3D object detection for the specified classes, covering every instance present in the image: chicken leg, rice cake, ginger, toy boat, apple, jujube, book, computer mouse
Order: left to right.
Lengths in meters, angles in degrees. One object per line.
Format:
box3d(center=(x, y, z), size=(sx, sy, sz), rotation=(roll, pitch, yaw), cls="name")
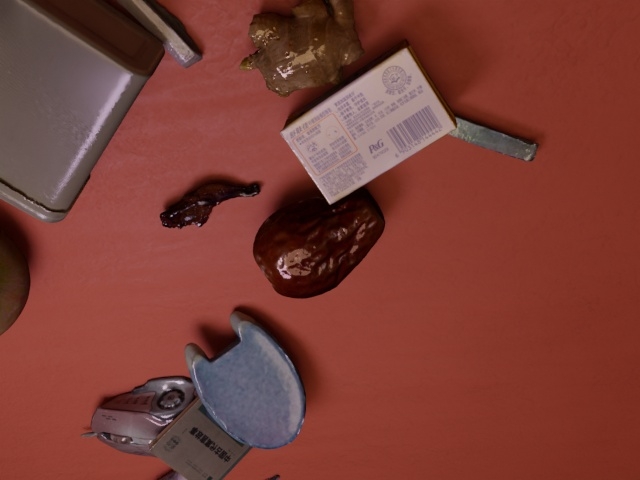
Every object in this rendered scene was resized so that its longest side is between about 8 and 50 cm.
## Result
box3d(center=(-0.707, 0.086, 1.305), size=(0.234, 0.257, 0.257), rotation=(-9, 129, 42), cls="apple")
box3d(center=(-0.409, 0.443, 1.611), size=(0.389, 0.115, 0.199), rotation=(-13, 119, 7), cls="computer mouse")
box3d(center=(-0.280, -0.369, 1.123), size=(0.047, 0.036, 0.207), rotation=(-29, 120, 33), cls="rice cake")
box3d(center=(-0.220, -0.072, 1.311), size=(0.205, 0.053, 0.093), rotation=(-22, 144, 21), cls="chicken leg")
box3d(center=(-0.228, 0.433, 1.573), size=(0.282, 0.025, 0.215), rotation=(-46, 119, -10), cls="book")
box3d(center=(-0.161, 0.320, 1.519), size=(0.215, 0.123, 0.330), rotation=(-38, 107, -11), cls="toy boat")
box3d(center=(-0.037, -0.318, 1.118), size=(0.216, 0.102, 0.157), rotation=(-16, 115, 11), cls="ginger")
box3d(center=(0.000, 0.000, 1.289), size=(0.255, 0.190, 0.190), rotation=(-31, 119, 8), cls="jujube")
box3d(center=(0.303, -0.192, 1.244), size=(0.211, 0.034, 0.043), rotation=(17, 113, -11), cls="rice cake")

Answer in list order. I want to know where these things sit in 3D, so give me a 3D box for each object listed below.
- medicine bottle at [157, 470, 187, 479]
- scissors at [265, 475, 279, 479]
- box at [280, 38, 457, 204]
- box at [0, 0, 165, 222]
box3d(center=(-0.378, 0.656, 1.754), size=(0.187, 0.102, 0.103), rotation=(-35, 117, 20), cls="medicine bottle")
box3d(center=(-0.149, 0.663, 1.814), size=(0.039, 0.012, 0.113), rotation=(37, 115, -22), cls="scissors")
box3d(center=(0.083, -0.205, 1.177), size=(0.265, 0.097, 0.168), rotation=(-32, 105, 18), cls="box")
box3d(center=(-0.490, -0.261, 1.099), size=(0.352, 0.177, 0.344), rotation=(33, 120, -19), cls="box")
